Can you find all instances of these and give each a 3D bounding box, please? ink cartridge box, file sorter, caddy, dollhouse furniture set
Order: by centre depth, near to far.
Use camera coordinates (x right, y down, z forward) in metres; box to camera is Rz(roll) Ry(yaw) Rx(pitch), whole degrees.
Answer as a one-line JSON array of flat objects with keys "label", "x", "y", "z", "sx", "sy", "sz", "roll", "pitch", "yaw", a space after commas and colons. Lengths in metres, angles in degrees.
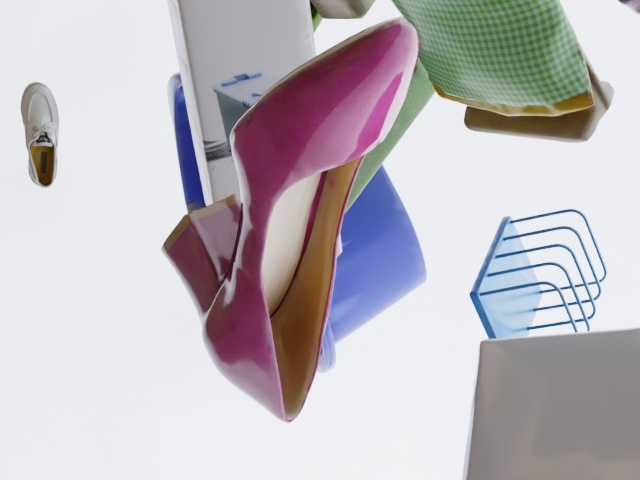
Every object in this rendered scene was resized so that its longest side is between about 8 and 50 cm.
[{"label": "ink cartridge box", "x": -0.046, "y": -0.094, "z": 0.807, "sx": 0.139, "sy": 0.082, "sz": 0.190, "roll": -116, "pitch": -166, "yaw": -65}, {"label": "dollhouse furniture set", "x": 0.045, "y": -0.131, "z": 0.962, "sx": 0.301, "sy": 0.197, "sz": 0.151, "roll": 13, "pitch": -122, "yaw": 52}, {"label": "caddy", "x": -0.044, "y": -0.032, "z": 1.287, "sx": 0.341, "sy": 0.179, "sz": 0.241, "roll": 62, "pitch": -14, "yaw": 1}, {"label": "file sorter", "x": 0.260, "y": 0.055, "z": 1.462, "sx": 0.104, "sy": 0.118, "sz": 0.170, "roll": -13, "pitch": -154, "yaw": 30}]

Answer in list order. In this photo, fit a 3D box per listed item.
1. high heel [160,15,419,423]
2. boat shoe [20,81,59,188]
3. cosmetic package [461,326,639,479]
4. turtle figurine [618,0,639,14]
[{"label": "high heel", "x": 0.000, "y": 0.000, "z": 0.589, "sx": 0.117, "sy": 0.082, "sz": 0.244, "roll": 56, "pitch": -42, "yaw": 9}, {"label": "boat shoe", "x": -0.260, "y": -0.097, "z": 1.166, "sx": 0.035, "sy": 0.035, "sz": 0.100, "roll": -143, "pitch": -127, "yaw": -65}, {"label": "cosmetic package", "x": 0.265, "y": 0.272, "z": 0.921, "sx": 0.230, "sy": 0.453, "sz": 0.161, "roll": -6, "pitch": -139, "yaw": 18}, {"label": "turtle figurine", "x": 0.417, "y": -0.222, "z": 1.294, "sx": 0.175, "sy": 0.234, "sz": 0.118, "roll": -35, "pitch": -139, "yaw": 32}]
